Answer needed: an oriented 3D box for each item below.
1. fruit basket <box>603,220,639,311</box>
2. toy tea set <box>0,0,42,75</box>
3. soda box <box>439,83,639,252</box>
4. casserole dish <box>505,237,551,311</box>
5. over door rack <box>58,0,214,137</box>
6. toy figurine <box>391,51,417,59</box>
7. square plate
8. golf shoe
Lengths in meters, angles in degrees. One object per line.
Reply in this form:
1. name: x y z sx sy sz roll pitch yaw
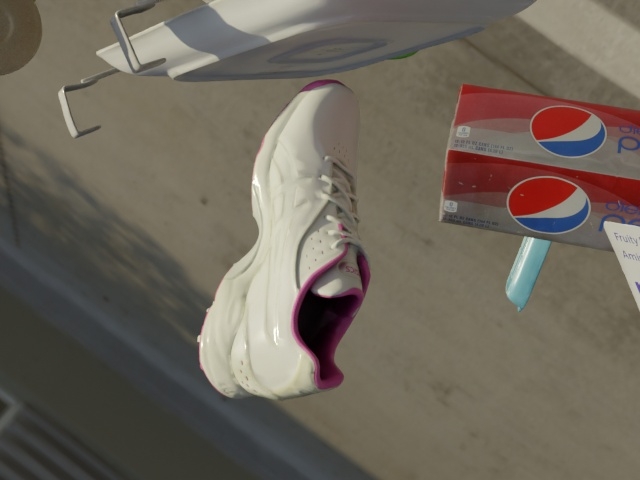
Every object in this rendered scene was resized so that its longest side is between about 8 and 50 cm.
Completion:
1. fruit basket: 0.340 0.160 0.714 0.353 0.165 0.327 58 163 -22
2. toy tea set: -0.370 -0.185 0.999 0.200 0.336 0.124 46 171 -9
3. soda box: 0.232 -0.050 0.880 0.263 0.083 0.092 10 139 8
4. casserole dish: 0.338 0.023 1.750 0.037 0.188 0.114 21 -167 4
5. over door rack: -0.126 -0.257 1.130 0.108 0.324 0.239 54 153 -6
6. toy figurine: 0.119 -0.367 1.593 0.130 0.173 0.159 -122 31 -43
7. square plate: 0.009 -0.213 1.113 0.344 0.347 0.049 -9 91 44
8. golf shoe: 0.000 0.000 0.972 0.140 0.306 0.115 4 163 42
